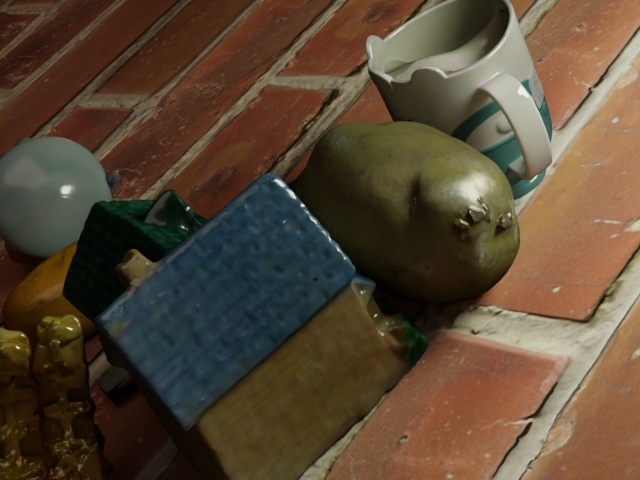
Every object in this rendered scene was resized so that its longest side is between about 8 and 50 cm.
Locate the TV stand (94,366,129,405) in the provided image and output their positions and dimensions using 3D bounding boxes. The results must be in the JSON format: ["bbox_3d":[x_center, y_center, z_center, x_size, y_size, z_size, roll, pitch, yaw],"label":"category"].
[{"bbox_3d":[-0.213,0.144,1.939,0.256,0.040,0.049,-38,35,-15],"label":"TV stand"}]

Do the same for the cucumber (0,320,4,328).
[{"bbox_3d":[-0.456,0.105,2.164,0.058,0.058,0.187,6,46,42],"label":"cucumber"}]

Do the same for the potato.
[{"bbox_3d":[0.122,-0.036,1.752,0.326,0.243,0.221,26,65,36],"label":"potato"}]

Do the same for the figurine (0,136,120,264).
[{"bbox_3d":[-0.528,-0.090,2.364,0.224,0.205,0.382,-47,33,-17],"label":"figurine"}]

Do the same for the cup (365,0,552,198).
[{"bbox_3d":[0.223,-0.190,1.874,0.219,0.258,0.289,-35,33,-10],"label":"cup"}]

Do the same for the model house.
[{"bbox_3d":[-0.134,0.075,1.698,0.334,0.343,0.382,-42,34,-18],"label":"model house"}]

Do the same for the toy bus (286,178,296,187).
[{"bbox_3d":[-0.040,-0.036,2.015,0.408,0.093,0.092,-26,24,2],"label":"toy bus"}]

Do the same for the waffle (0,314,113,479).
[{"bbox_3d":[-0.336,0.266,1.631,0.151,0.261,0.324,-7,60,-8],"label":"waffle"}]

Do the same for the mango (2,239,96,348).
[{"bbox_3d":[-0.364,0.069,2.089,0.295,0.120,0.177,-31,28,-19],"label":"mango"}]

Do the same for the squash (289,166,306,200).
[{"bbox_3d":[-0.006,-0.075,1.891,0.066,0.066,0.229,0,38,37],"label":"squash"}]
